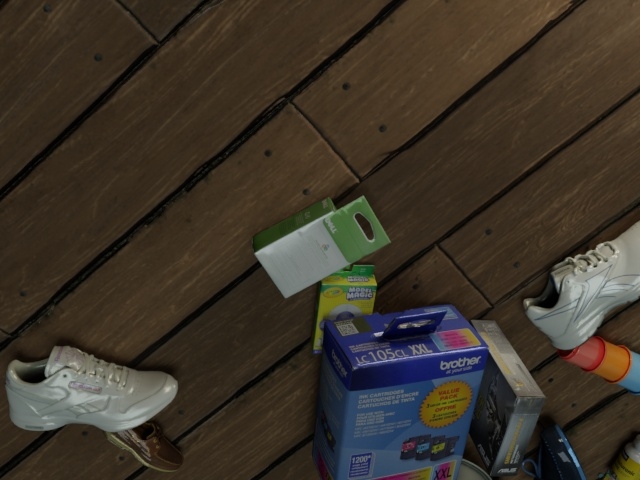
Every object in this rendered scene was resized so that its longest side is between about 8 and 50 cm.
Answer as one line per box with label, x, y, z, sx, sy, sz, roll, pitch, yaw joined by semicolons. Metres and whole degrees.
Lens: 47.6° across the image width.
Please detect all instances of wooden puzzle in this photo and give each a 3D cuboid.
wooden puzzle;0.665;0.543;1.648;0.083;0.006;0.049;13;116;-14

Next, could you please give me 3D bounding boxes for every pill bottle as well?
pill bottle;0.687;0.483;1.586;0.065;0.065;0.116;13;115;-14

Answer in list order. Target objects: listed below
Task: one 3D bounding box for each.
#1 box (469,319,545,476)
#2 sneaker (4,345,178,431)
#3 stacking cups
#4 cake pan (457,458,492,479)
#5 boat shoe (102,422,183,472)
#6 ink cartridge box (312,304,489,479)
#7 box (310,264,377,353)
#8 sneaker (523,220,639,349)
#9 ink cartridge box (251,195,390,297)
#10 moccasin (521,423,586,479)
box;0.318;0.285;1.338;0.056;0.231;0.183;2;118;-12
sneaker;-0.413;0.262;1.297;0.305;0.114;0.152;-4;119;-5
stacking cups;0.612;0.263;1.450;0.316;0.096;0.096;21;113;-14
cake pan;0.229;0.565;1.544;0.293;0.054;0.293;2;126;3
boat shoe;-0.334;0.389;1.405;0.178;0.064;0.060;40;109;-21
ink cartridge box;0.139;0.277;1.329;0.270;0.151;0.395;-6;119;-19
box;0.043;0.125;1.325;0.105;0.043;0.179;1;116;-9
sneaker;0.500;0.071;1.322;0.129;0.111;0.297;34;108;-16
ink cartridge box;0.000;0.000;1.241;0.209;0.062;0.109;-28;118;8
moccasin;0.513;0.539;1.555;0.117;0.137;0.341;-20;118;8
